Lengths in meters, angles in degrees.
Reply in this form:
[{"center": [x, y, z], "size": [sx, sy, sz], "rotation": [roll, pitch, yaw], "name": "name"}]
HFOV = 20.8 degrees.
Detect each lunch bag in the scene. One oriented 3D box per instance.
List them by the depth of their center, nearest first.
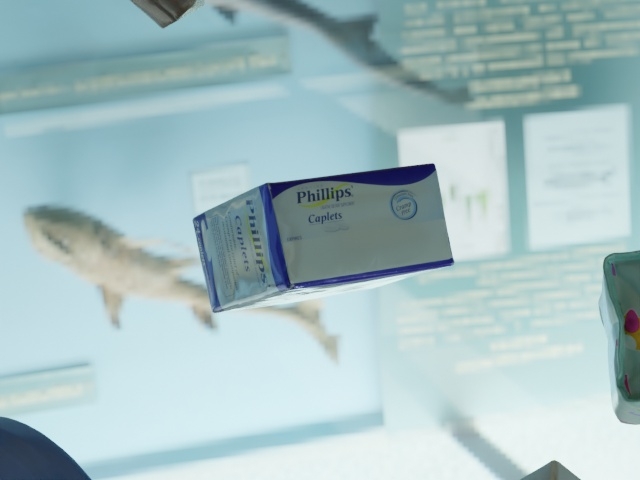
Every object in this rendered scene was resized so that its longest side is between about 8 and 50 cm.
[{"center": [0.385, 0.081, 1.546], "size": [0.262, 0.160, 0.223], "rotation": [-6, 168, 6], "name": "lunch bag"}]

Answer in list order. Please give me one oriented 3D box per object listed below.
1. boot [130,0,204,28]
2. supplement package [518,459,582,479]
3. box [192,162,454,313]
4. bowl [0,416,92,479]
[{"center": [-0.134, -0.165, 1.102], "size": [0.106, 0.114, 0.037], "rotation": [-33, -153, 54], "name": "boot"}, {"center": [0.146, 0.334, 1.172], "size": [0.198, 0.199, 0.263], "rotation": [-36, -154, 33], "name": "supplement package"}, {"center": [0.000, 0.000, 1.176], "size": [0.126, 0.072, 0.137], "rotation": [-8, 174, -26], "name": "box"}, {"center": [-0.217, 0.310, 1.104], "size": [0.077, 0.391, 0.391], "rotation": [-7, -167, -40], "name": "bowl"}]
